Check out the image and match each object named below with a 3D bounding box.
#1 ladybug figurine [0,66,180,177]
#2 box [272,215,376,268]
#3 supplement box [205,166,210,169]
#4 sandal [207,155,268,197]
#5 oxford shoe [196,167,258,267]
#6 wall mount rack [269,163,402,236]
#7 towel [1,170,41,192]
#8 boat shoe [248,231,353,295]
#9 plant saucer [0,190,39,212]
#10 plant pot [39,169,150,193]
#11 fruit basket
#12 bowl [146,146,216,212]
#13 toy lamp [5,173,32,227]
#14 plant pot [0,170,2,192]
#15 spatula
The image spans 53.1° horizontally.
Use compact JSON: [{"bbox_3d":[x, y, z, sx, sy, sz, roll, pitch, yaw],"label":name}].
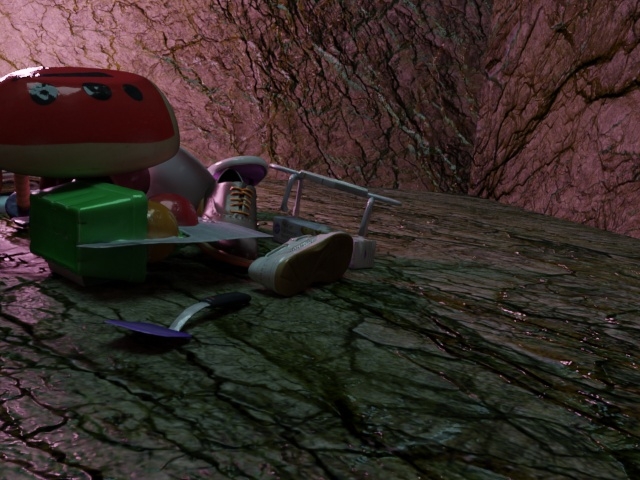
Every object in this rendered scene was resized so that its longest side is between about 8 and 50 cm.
[{"bbox_3d":[-0.448,-0.231,1.206,0.304,0.162,0.449,20,23,20],"label":"ladybug figurine"},{"bbox_3d":[0.000,0.000,1.495,0.063,0.067,0.324,-2,13,-37],"label":"box"},{"bbox_3d":[-0.372,-0.167,2.060,0.194,0.129,0.191,5,10,0],"label":"supplement box"},{"bbox_3d":[-0.234,-0.116,1.695,0.169,0.102,0.416,-11,-10,-23],"label":"sandal"},{"bbox_3d":[-0.195,-0.056,1.371,0.129,0.133,0.364,16,19,-25],"label":"oxford shoe"},{"bbox_3d":[0.027,-0.093,1.664,0.349,0.131,0.304,17,4,5],"label":"wall mount rack"},{"bbox_3d":[-0.976,-0.186,1.701,0.374,0.090,0.320,8,9,15],"label":"towel"},{"bbox_3d":[-0.031,0.031,1.198,0.096,0.098,0.277,12,13,29],"label":"boat shoe"},{"bbox_3d":[-0.891,-0.119,1.747,0.317,0.044,0.317,6,10,-1],"label":"plant saucer"},{"bbox_3d":[-0.473,-0.118,1.401,0.201,0.202,0.180,8,25,13],"label":"plant pot"},{"bbox_3d":[-0.319,-0.014,1.160,0.326,0.166,0.353,14,8,41],"label":"fruit basket"},{"bbox_3d":[-0.399,-0.120,1.588,0.297,0.134,0.298,23,-28,13],"label":"bowl"},{"bbox_3d":[-0.637,-0.112,1.365,0.080,0.080,0.275,2,-29,-19],"label":"toy lamp"},{"bbox_3d":[-0.760,-0.121,1.258,0.274,0.275,0.243,2,2,-19],"label":"plant pot"},{"bbox_3d":[-0.175,0.102,0.904,0.084,0.031,0.296,11,11,22],"label":"spatula"}]
